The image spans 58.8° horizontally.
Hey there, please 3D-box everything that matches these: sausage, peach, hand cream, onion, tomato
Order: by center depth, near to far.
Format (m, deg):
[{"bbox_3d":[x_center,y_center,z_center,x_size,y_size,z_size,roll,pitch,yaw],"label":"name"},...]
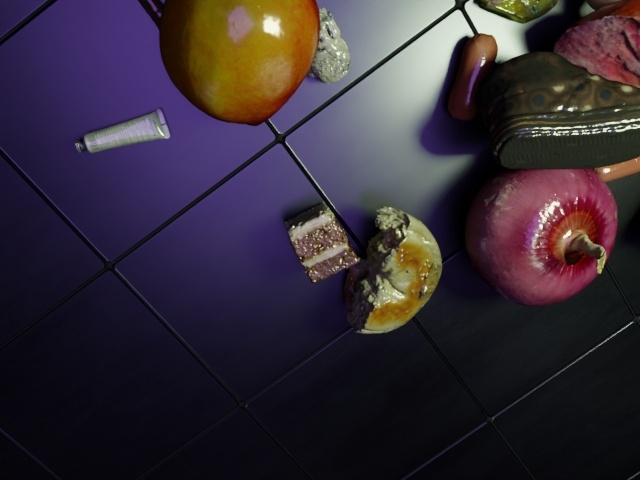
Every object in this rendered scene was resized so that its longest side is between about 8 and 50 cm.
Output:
[{"bbox_3d":[-0.154,-0.384,1.099,0.308,0.307,0.332,-6,121,-7],"label":"peach"},{"bbox_3d":[0.679,-0.409,1.209,0.290,0.335,0.176,39,74,-20],"label":"tomato"},{"bbox_3d":[-0.431,-0.230,1.235,0.195,0.042,0.067,-17,102,-8],"label":"hand cream"},{"bbox_3d":[0.345,-0.370,1.288,0.077,0.077,0.193,10,105,-12],"label":"sausage"},{"bbox_3d":[0.535,-0.012,1.319,0.359,0.345,0.358,-26,132,-34],"label":"onion"},{"bbox_3d":[0.742,-0.187,1.413,0.154,0.062,0.062,-17,109,-3],"label":"sausage"}]

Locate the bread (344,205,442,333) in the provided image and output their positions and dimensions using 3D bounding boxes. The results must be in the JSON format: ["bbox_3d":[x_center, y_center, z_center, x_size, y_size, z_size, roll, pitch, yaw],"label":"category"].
[{"bbox_3d":[0.184,0.068,1.353,0.192,0.171,0.313,4,113,-23],"label":"bread"}]

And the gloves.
[{"bbox_3d":[-0.001,-0.412,1.222,0.115,0.070,0.153,-26,111,0],"label":"gloves"}]

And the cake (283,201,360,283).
[{"bbox_3d":[0.000,0.000,1.326,0.135,0.135,0.147,-24,105,0],"label":"cake"}]

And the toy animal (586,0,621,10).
[{"bbox_3d":[0.614,-0.619,1.198,0.209,0.230,0.221,-57,152,-17],"label":"toy animal"}]

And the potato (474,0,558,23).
[{"bbox_3d":[0.448,-0.546,1.259,0.198,0.054,0.119,3,110,-9],"label":"potato"}]

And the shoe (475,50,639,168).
[{"bbox_3d":[0.531,-0.284,1.211,0.385,0.237,0.171,-5,153,-1],"label":"shoe"}]

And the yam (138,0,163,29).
[{"bbox_3d":[-0.357,-0.511,1.152,0.045,0.045,0.326,-43,113,-27],"label":"yam"}]
